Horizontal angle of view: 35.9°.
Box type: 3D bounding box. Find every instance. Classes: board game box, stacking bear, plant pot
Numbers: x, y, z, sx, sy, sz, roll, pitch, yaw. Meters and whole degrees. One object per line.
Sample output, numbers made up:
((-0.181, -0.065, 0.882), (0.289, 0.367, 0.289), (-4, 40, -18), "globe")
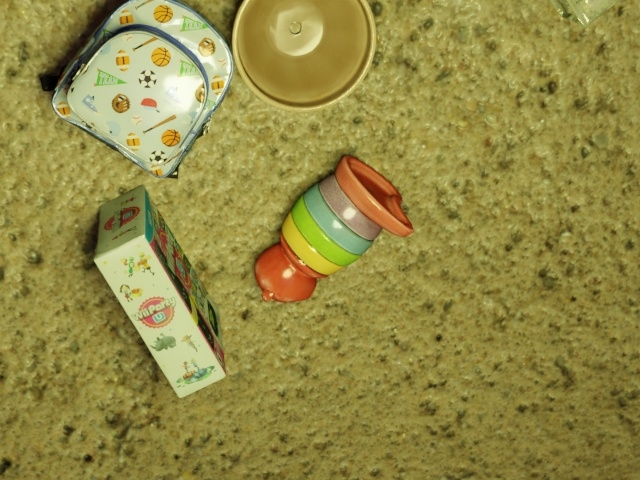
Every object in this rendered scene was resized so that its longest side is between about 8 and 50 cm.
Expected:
((-0.276, 0.086, 1.718), (0.098, 0.224, 0.303), (-26, 117, 3), "board game box")
((0.000, 0.000, 1.776), (0.164, 0.175, 0.289), (37, 110, -25), "stacking bear")
((-0.033, -0.342, 1.633), (0.238, 0.109, 0.237), (-4, 116, -9), "plant pot")

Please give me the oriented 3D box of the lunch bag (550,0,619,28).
((0.435, -0.537, 1.605), (0.235, 0.169, 0.287), (-35, 108, 10), "lunch bag")

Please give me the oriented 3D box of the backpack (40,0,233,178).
((-0.272, -0.261, 1.581), (0.277, 0.213, 0.263), (33, 94, -19), "backpack")
